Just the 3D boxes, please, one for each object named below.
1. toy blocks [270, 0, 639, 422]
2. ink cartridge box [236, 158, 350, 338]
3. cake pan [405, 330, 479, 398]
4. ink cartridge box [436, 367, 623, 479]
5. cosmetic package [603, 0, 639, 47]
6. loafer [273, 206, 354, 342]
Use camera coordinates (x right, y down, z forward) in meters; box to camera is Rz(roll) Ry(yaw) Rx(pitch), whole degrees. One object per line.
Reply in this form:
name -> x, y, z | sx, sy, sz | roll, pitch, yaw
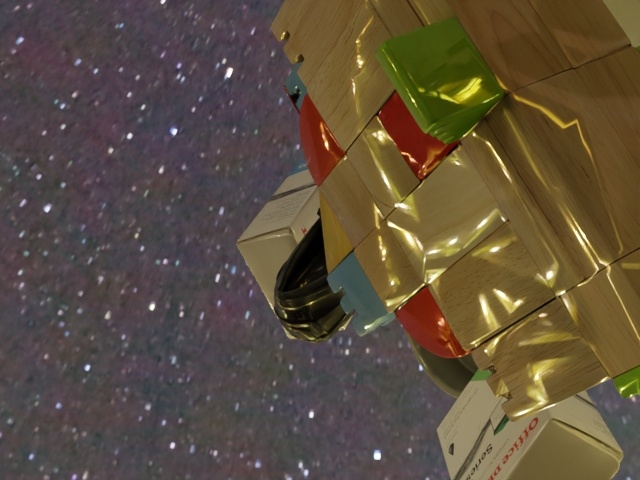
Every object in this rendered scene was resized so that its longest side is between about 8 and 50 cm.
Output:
toy blocks -> 0.082, -0.036, 0.620 | 0.381, 0.191, 0.261 | 59, -30, 11
ink cartridge box -> 0.000, 0.000, 1.234 | 0.086, 0.203, 0.148 | -14, -65, 33
cake pan -> 0.202, 0.068, 1.368 | 0.054, 0.293, 0.293 | -5, -56, -28
ink cartridge box -> 0.217, 0.218, 1.092 | 0.093, 0.219, 0.160 | 29, -76, -10
cosmetic package -> 0.407, -0.123, 0.787 | 0.330, 0.393, 0.327 | 26, -39, 24
loafer -> 0.034, -0.010, 0.901 | 0.076, 0.223, 0.078 | 20, -30, 32
